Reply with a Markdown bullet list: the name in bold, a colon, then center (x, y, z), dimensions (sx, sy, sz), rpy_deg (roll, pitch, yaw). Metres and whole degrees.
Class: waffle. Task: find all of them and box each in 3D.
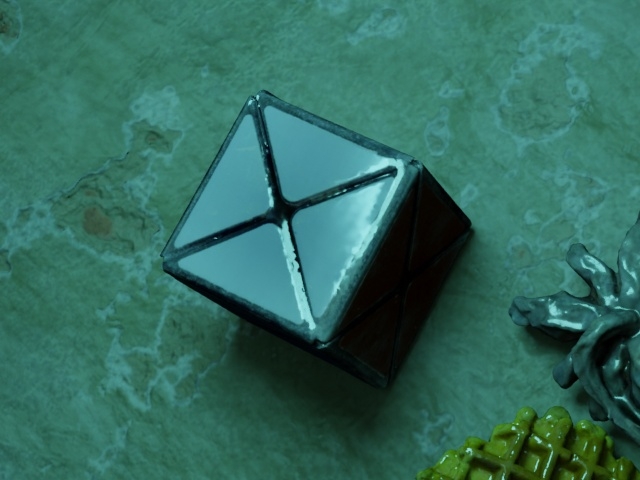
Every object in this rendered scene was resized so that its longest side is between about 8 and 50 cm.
- **waffle**: center (0.254, 0.335, 1.477), dimensions (0.282, 0.058, 0.301), rpy_deg (-39, 77, -16)

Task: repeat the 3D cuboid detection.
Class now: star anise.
- **star anise**: center (0.383, 0.106, 1.507), dimensions (0.360, 0.139, 0.315), rpy_deg (6, 81, 23)

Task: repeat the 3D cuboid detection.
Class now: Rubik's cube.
- **Rubik's cube**: center (0.000, 0.000, 1.618), dimensions (0.260, 0.259, 0.254), rpy_deg (25, 82, 24)
